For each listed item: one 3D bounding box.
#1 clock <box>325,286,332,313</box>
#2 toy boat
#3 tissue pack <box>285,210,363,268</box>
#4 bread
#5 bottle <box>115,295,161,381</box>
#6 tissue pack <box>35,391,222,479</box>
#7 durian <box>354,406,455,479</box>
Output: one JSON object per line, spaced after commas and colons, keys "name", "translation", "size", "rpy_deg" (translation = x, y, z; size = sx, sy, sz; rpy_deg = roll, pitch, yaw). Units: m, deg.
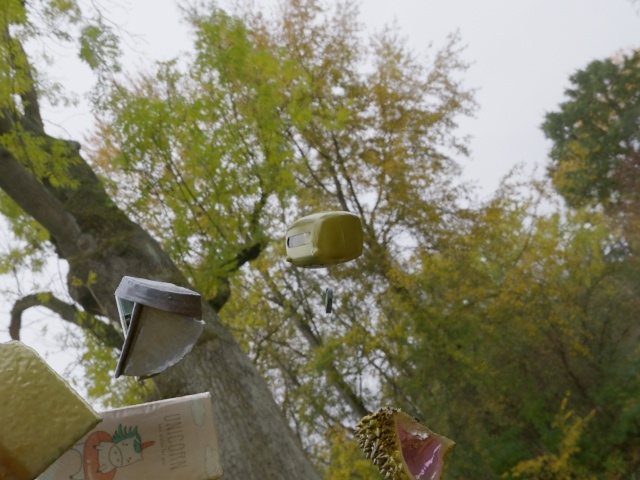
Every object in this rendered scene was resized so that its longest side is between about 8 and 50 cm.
{"name": "clock", "translation": [0.026, 0.185, 1.654], "size": [0.017, 0.085, 0.085], "rpy_deg": [3, -40, -4]}
{"name": "toy boat", "translation": [-0.467, 0.247, 1.569], "size": [0.275, 0.294, 0.111], "rpy_deg": [-3, 2, 7]}
{"name": "tissue pack", "translation": [0.000, 0.000, 1.180], "size": [0.127, 0.123, 0.178], "rpy_deg": [-5, -5, -36]}
{"name": "bread", "translation": [-0.449, 0.263, 0.722], "size": [0.240, 0.178, 0.135], "rpy_deg": [-41, 2, -35]}
{"name": "bottle", "translation": [-0.585, 0.302, 1.714], "size": [0.082, 0.286, 0.082], "rpy_deg": [-17, -8, -3]}
{"name": "tissue pack", "translation": [-0.358, 0.402, 1.014], "size": [0.325, 0.170, 0.071], "rpy_deg": [-2, -25, -27]}
{"name": "durian", "translation": [0.155, 0.388, 1.001], "size": [0.132, 0.165, 0.182], "rpy_deg": [-61, -28, -5]}
